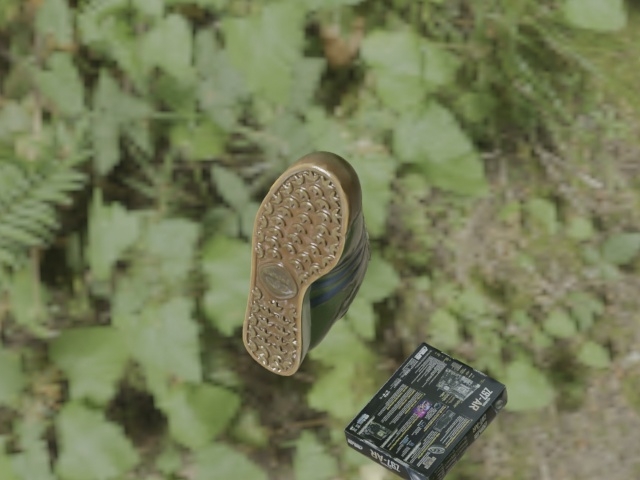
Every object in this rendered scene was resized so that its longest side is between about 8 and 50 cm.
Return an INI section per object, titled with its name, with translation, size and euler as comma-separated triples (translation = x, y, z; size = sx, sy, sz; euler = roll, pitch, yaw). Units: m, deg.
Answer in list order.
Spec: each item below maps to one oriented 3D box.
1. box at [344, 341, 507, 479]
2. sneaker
[box]
translation = 0.066, 0.109, 1.189
size = 0.067, 0.083, 0.018
euler = 27, 149, 30
[sneaker]
translation = 0.000, 0.000, 1.282
size = 0.064, 0.086, 0.192
euler = 30, 135, 15
